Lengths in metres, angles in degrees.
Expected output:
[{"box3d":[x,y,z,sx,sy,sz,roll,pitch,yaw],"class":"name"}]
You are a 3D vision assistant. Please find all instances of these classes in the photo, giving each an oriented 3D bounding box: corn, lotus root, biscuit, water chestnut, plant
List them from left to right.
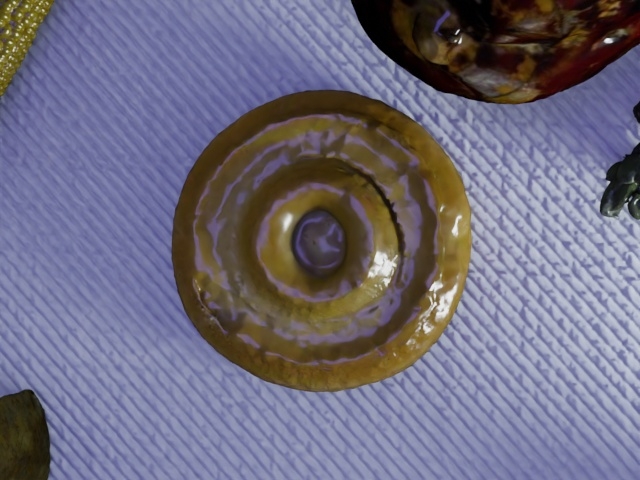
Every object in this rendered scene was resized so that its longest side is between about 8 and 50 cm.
[{"box3d":[-0.400,0.247,1.759,0.267,0.260,0.149,-21,87,6],"class":"lotus root"},{"box3d":[-0.336,-0.200,1.844,0.101,0.101,0.310,30,94,7],"class":"corn"},{"box3d":[0.000,0.000,1.800,0.296,0.102,0.296,0,87,5],"class":"biscuit"},{"box3d":[0.196,-0.299,1.703,0.335,0.347,0.335,22,132,27],"class":"water chestnut"},{"box3d":[0.323,-0.093,1.775,0.085,0.087,0.174,26,87,36],"class":"plant"}]
